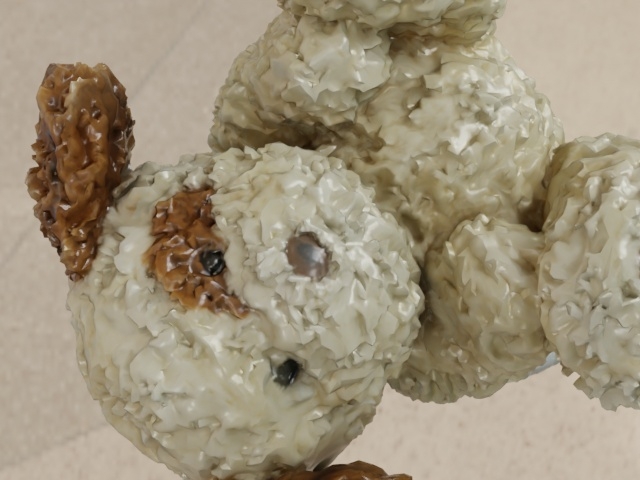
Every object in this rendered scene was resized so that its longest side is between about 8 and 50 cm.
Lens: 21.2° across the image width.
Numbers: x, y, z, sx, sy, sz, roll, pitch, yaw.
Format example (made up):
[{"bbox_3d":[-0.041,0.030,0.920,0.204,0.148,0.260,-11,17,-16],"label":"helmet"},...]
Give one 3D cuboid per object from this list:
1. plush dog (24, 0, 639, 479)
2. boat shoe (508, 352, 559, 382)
[{"bbox_3d":[0.000,0.000,0.692,0.225,0.210,0.262,-35,89,-22],"label":"plush dog"},{"bbox_3d":[0.162,0.069,1.691,0.081,0.079,0.227,-7,29,-25],"label":"boat shoe"}]
